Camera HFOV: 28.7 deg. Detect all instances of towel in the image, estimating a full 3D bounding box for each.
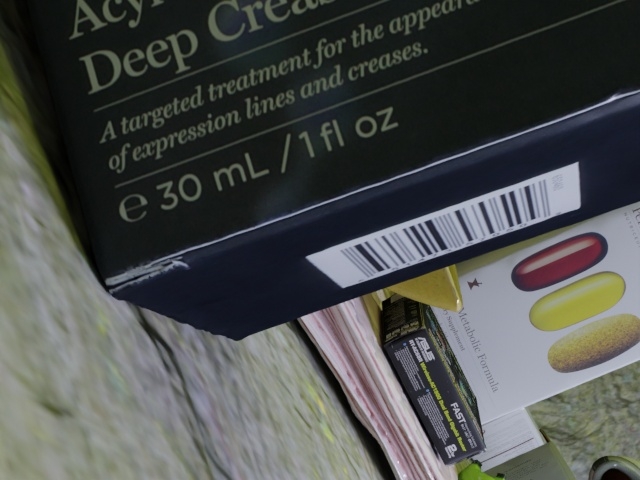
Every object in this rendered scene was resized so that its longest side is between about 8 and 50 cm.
[{"bbox_3d":[0.029,0.053,1.094,0.317,0.053,0.332,62,9,-20],"label":"towel"}]

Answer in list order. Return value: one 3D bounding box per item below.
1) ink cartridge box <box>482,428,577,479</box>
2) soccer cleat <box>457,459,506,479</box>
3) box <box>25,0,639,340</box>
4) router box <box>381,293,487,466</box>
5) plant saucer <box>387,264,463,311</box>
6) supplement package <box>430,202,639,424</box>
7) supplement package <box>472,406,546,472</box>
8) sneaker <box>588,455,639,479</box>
[{"bbox_3d":[0.287,0.406,1.435,0.309,0.130,0.272,63,5,-7],"label":"ink cartridge box"},{"bbox_3d":[0.129,0.256,1.129,0.060,0.072,0.179,25,-24,14],"label":"soccer cleat"},{"bbox_3d":[0.007,-0.186,0.654,0.212,0.293,0.395,42,29,-73],"label":"box"},{"bbox_3d":[0.092,0.109,1.022,0.122,0.038,0.092,62,10,-17],"label":"router box"},{"bbox_3d":[0.019,-0.130,1.030,0.333,0.081,0.332,-84,154,-72],"label":"plant saucer"},{"bbox_3d":[0.207,0.059,1.149,0.139,0.244,0.134,65,10,-3],"label":"supplement package"},{"bbox_3d":[0.265,0.282,1.845,0.179,0.105,0.105,58,8,-40],"label":"supplement package"},{"bbox_3d":[0.378,0.358,1.394,0.271,0.100,0.108,59,10,29],"label":"sneaker"}]
